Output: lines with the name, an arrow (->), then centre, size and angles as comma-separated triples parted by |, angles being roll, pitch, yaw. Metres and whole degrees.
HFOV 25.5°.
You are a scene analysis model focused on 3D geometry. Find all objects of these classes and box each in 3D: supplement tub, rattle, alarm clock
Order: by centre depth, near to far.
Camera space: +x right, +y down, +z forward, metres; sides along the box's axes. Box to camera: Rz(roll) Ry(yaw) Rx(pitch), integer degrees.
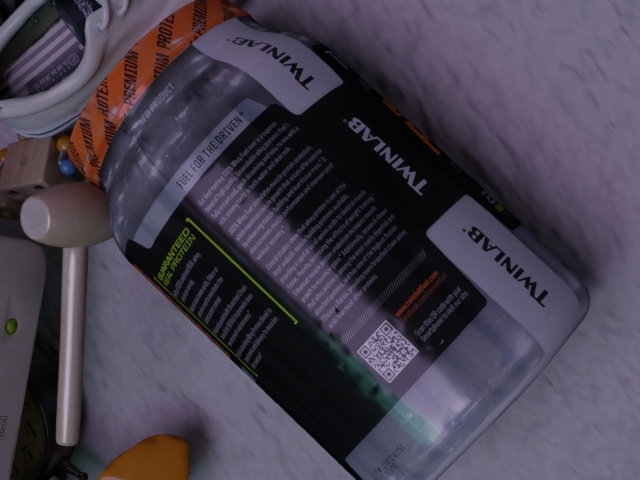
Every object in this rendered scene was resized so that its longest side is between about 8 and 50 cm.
supplement tub -> 0.000, 0.000, 0.914 | 0.316, 0.193, 0.193 | 43, 115, 7
rattle -> -0.175, 0.231, 1.126 | 0.130, 0.142, 0.199 | 22, 155, 13
alarm clock -> -0.265, 0.122, 1.129 | 0.129, 0.064, 0.192 | -26, 96, 26

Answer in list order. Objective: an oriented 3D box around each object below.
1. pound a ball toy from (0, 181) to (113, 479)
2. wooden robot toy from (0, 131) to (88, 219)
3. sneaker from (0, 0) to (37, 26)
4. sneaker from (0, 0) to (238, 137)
pound a ball toy -> -0.271, 0.101, 0.994 | 0.208, 0.136, 0.319 | 10, 90, 38
wooden robot toy -> -0.215, -0.063, 1.074 | 0.173, 0.076, 0.079 | -8, 65, 25
sneaker -> -0.280, -0.188, 1.031 | 0.296, 0.104, 0.147 | -37, 82, 22
sneaker -> -0.134, -0.162, 0.966 | 0.258, 0.091, 0.094 | -44, 82, 12
